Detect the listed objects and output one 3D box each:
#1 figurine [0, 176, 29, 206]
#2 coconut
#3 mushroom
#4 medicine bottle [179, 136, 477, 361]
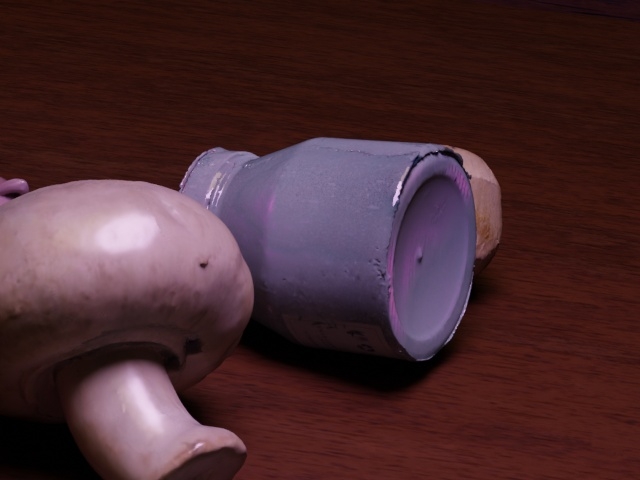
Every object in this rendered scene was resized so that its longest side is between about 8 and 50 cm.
[{"bbox_3d":[-0.434,0.032,2.038,0.287,0.176,0.186,-14,68,-9],"label":"figurine"},{"bbox_3d":[0.135,-0.019,2.250,0.194,0.194,0.194,6,22,-2],"label":"coconut"},{"bbox_3d":[-0.197,0.069,1.771,0.356,0.315,0.315,12,20,40],"label":"mushroom"},{"bbox_3d":[0.000,0.000,2.065,0.290,0.245,0.245,7,20,27],"label":"medicine bottle"}]
